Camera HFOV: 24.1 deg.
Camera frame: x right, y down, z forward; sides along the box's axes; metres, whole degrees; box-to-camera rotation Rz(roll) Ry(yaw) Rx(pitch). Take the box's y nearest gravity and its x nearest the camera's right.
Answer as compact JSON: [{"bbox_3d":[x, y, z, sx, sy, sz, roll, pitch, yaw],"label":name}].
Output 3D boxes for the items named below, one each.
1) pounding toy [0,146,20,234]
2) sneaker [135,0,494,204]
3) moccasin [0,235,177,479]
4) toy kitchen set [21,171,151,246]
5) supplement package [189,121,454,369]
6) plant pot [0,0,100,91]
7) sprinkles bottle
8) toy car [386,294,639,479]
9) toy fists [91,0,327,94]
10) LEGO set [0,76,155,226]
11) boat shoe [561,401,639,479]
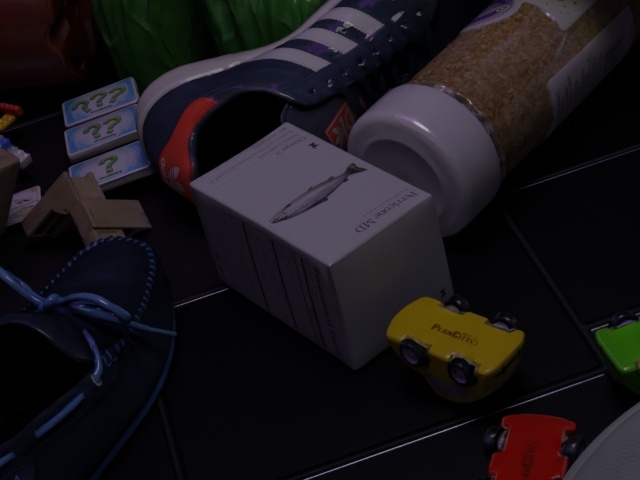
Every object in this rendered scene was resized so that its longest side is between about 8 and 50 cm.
[{"bbox_3d":[-0.399,-0.052,1.276,0.206,0.094,0.181,30,33,17],"label":"pounding toy"},{"bbox_3d":[0.017,-0.126,1.303,0.350,0.131,0.148,-28,38,-3],"label":"sneaker"},{"bbox_3d":[-0.191,0.098,1.077,0.137,0.117,0.342,-3,37,16],"label":"moccasin"},{"bbox_3d":[-0.199,-0.006,1.302,0.068,0.075,0.083,-1,55,-50],"label":"toy kitchen set"},{"bbox_3d":[0.000,0.000,1.148,0.105,0.105,0.179,-34,40,-25],"label":"supplement package"},{"bbox_3d":[-0.374,-0.258,1.522,0.265,0.272,0.272,-1,37,7],"label":"plant pot"},{"bbox_3d":[0.171,-0.148,1.271,0.121,0.121,0.355,17,46,37],"label":"sprinkles bottle"},{"bbox_3d":[0.178,0.097,0.997,0.225,0.053,0.239,-19,36,-5],"label":"toy car"},{"bbox_3d":[-0.103,-0.212,1.441,0.279,0.142,0.096,13,44,33],"label":"toy fists"},{"bbox_3d":[-0.285,-0.084,1.402,0.244,0.060,0.182,-20,36,1],"label":"LEGO set"},{"bbox_3d":[0.175,0.199,0.834,0.114,0.091,0.302,-8,32,50],"label":"boat shoe"}]
